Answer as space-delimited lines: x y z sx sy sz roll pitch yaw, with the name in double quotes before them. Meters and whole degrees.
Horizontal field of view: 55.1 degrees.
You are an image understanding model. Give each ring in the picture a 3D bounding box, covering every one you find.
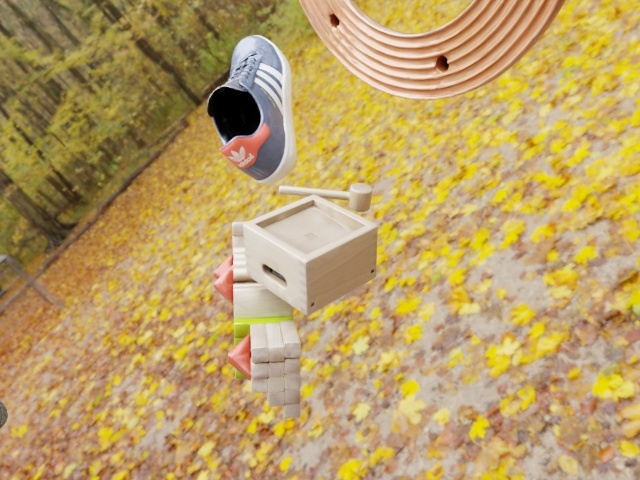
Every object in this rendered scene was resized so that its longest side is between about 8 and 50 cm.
"ring" 0.072 -0.283 0.499 0.032 0.337 0.336 -26 10 -32

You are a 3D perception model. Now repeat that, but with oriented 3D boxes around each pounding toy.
"pounding toy" -0.002 -0.005 0.853 0.206 0.094 0.181 -26 39 -35

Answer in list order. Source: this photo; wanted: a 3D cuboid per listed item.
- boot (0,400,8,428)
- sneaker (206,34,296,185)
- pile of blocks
"boot" -0.681 0.319 1.045 0.161 0.246 0.083 -63 21 11
"sneaker" -0.138 -0.271 1.122 0.131 0.148 0.350 -35 52 29
"pile of blocks" -0.101 0.100 0.907 0.112 0.149 0.362 -1 38 -8
